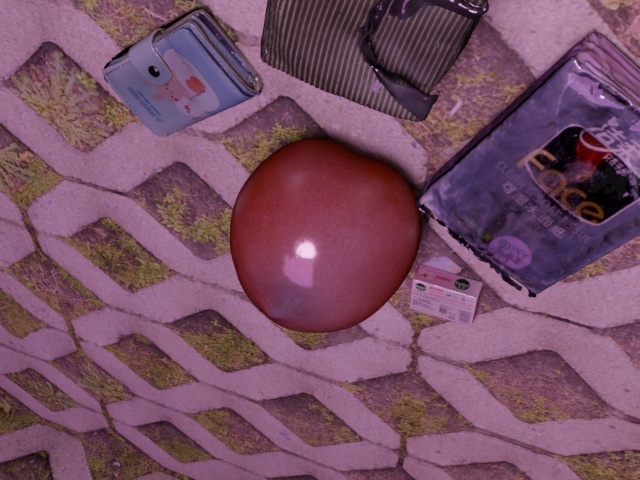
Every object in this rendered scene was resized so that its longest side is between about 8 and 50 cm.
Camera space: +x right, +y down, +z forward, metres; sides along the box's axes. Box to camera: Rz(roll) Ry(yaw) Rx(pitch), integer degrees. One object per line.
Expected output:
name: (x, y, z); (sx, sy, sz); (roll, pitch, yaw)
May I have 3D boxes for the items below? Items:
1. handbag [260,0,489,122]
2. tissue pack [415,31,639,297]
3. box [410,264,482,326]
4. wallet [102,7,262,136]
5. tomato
handbag: (0.084, -0.311, 0.888); (0.240, 0.247, 0.341); (28, 157, 3)
tissue pack: (0.344, -0.092, 1.070); (0.259, 0.122, 0.361); (39, 141, -6)
box: (0.234, 0.104, 1.393); (0.125, 0.043, 0.089); (17, 138, 15)
wallet: (-0.241, -0.277, 1.265); (0.250, 0.075, 0.176); (-14, 129, 40)
tomato: (0.000, 0.000, 1.219); (0.321, 0.321, 0.321); (16, 138, 15)
